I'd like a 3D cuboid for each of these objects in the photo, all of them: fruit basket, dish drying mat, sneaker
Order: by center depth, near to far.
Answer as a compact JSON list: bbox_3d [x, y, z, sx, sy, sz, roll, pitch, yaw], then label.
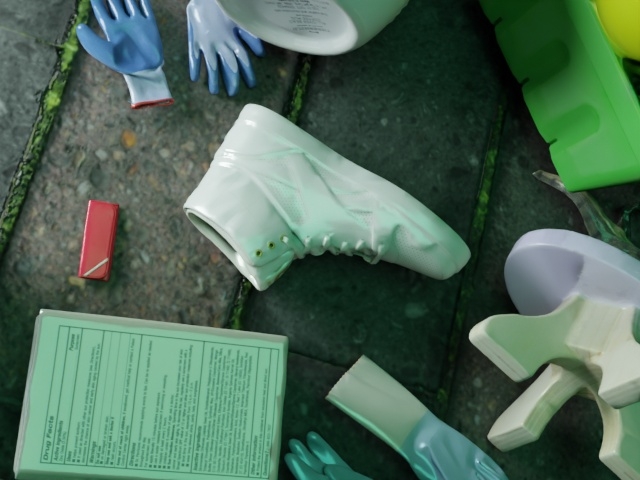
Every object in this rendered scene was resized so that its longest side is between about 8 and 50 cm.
[{"bbox_3d":[-0.230,0.000,0.940,0.032,0.008,0.083,8,75,-14],"label":"dish drying mat"},{"bbox_3d":[0.000,0.000,0.964,0.293,0.108,0.169,31,72,3],"label":"sneaker"},{"bbox_3d":[0.372,-0.255,0.971,0.283,0.392,0.392,-19,83,-36],"label":"fruit basket"}]

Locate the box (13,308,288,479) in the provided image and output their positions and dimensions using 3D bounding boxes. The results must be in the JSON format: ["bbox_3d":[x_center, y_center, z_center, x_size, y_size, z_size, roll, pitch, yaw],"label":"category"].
[{"bbox_3d":[-0.159,0.158,0.860,0.232,0.127,0.148,8,75,-14],"label":"box"}]

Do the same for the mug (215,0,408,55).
[{"bbox_3d":[-0.030,-0.392,0.976,0.374,0.276,0.328,15,76,14],"label":"mug"}]

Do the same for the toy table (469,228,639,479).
[{"bbox_3d":[0.289,0.131,0.951,0.274,0.252,0.161,35,54,5],"label":"toy table"}]

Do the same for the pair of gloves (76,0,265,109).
[{"bbox_3d":[-0.165,-0.225,1.007,0.198,0.023,0.159,-16,80,-20],"label":"pair of gloves"}]

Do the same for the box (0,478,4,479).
[{"bbox_3d":[-0.335,0.289,0.779,0.231,0.056,0.183,23,49,-10],"label":"box"}]

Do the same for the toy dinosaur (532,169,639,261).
[{"bbox_3d":[0.372,0.010,1.091,0.118,0.064,0.268,-25,82,-14],"label":"toy dinosaur"}]

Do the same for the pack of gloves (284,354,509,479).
[{"bbox_3d":[0.078,0.251,0.916,0.232,0.046,0.195,38,44,10],"label":"pack of gloves"}]
